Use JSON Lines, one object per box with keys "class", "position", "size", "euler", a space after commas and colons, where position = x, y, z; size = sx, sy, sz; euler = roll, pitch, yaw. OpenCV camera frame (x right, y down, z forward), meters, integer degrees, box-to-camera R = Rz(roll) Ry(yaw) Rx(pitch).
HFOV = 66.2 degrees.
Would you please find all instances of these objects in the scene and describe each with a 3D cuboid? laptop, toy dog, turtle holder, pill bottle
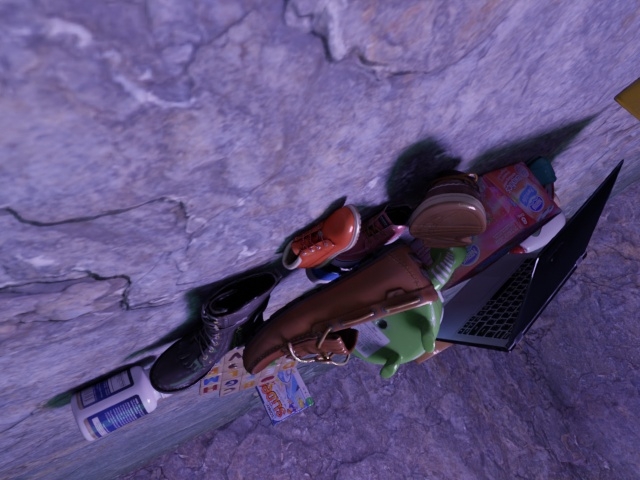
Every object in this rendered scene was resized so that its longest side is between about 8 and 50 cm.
{"class": "laptop", "position": [0.434, 0.038, 1.110], "size": [0.382, 0.237, 0.407], "euler": [-36, -164, -31]}
{"class": "toy dog", "position": [0.614, -0.014, 1.503], "size": [0.333, 0.220, 0.161], "euler": [-21, -168, -4]}
{"class": "turtle holder", "position": [0.165, 0.119, 1.110], "size": [0.227, 0.243, 0.321], "euler": [-49, 154, -56]}
{"class": "pill bottle", "position": [-0.370, 0.297, 0.932], "size": [0.169, 0.094, 0.094], "euler": [-23, 160, -19]}

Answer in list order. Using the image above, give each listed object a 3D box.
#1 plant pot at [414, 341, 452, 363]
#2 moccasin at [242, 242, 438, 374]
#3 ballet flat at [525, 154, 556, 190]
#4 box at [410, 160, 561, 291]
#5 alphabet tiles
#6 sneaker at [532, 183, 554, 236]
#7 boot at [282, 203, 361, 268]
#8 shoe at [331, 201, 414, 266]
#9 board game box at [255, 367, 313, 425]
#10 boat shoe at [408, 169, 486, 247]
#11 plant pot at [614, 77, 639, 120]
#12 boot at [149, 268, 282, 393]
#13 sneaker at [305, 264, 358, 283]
{"class": "plant pot", "position": [0.272, 0.229, 1.467], "size": [0.237, 0.255, 0.237], "euler": [-25, 161, -9]}
{"class": "moccasin", "position": [0.024, 0.150, 0.868], "size": [0.379, 0.147, 0.139], "euler": [-30, 172, 12]}
{"class": "ballet flat", "position": [0.463, -0.096, 1.165], "size": [0.083, 0.087, 0.247], "euler": [-20, 160, -28]}
{"class": "box", "position": [0.360, -0.022, 1.114], "size": [0.154, 0.142, 0.300], "euler": [-18, 158, -32]}
{"class": "alphabet tiles", "position": [-0.177, 0.326, 1.303], "size": [0.284, 0.011, 0.343], "euler": [-11, 146, -23]}
{"class": "sneaker", "position": [0.507, -0.092, 1.247], "size": [0.127, 0.087, 0.221], "euler": [0, 132, 9]}
{"class": "boot", "position": [0.000, 0.000, 0.777], "size": [0.084, 0.059, 0.158], "euler": [-4, 149, -38]}
{"class": "shoe", "position": [0.090, -0.016, 0.863], "size": [0.177, 0.064, 0.081], "euler": [-23, 159, -34]}
{"class": "board game box", "position": [-0.126, 0.434, 1.482], "size": [0.136, 0.201, 0.035], "euler": [-24, 160, -20]}
{"class": "boat shoe", "position": [0.222, -0.065, 0.858], "size": [0.123, 0.123, 0.342], "euler": [-2, 172, 17]}
{"class": "plant pot", "position": [0.768, -0.280, 0.986], "size": [0.212, 0.187, 0.212], "euler": [-6, 150, -49]}
{"class": "boot", "position": [-0.190, 0.152, 0.854], "size": [0.262, 0.091, 0.229], "euler": [-33, 164, -23]}
{"class": "sneaker", "position": [0.048, 0.047, 0.962], "size": [0.084, 0.058, 0.152], "euler": [-32, 157, 35]}
